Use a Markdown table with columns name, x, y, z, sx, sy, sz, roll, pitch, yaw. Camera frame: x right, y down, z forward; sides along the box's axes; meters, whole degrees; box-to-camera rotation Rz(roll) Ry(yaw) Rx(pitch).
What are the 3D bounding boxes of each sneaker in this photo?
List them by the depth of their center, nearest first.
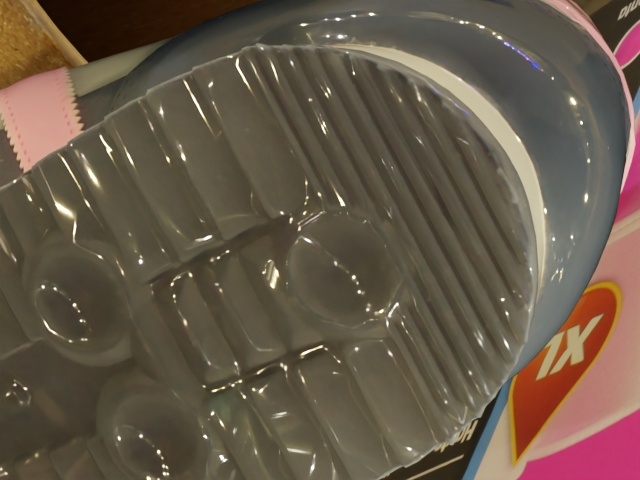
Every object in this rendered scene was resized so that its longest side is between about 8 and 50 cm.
| name | x | y | z | sx | sy | sz | roll | pitch | yaw |
| --- | --- | --- | --- | --- | --- | --- | --- | --- | --- |
| sneaker | -0.069 | 0.018 | 0.458 | 0.131 | 0.319 | 0.112 | -39 | 112 | -56 |

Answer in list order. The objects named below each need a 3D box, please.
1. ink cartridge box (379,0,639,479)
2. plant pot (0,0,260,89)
| name | x | y | z | sx | sy | sz | roll | pitch | yaw |
| --- | --- | --- | --- | --- | --- | --- | --- | --- | --- |
| ink cartridge box | 0.077 | 0.053 | 0.520 | 0.069 | 0.176 | 0.371 | 36 | 57 | -16 |
| plant pot | -0.140 | -0.093 | 0.683 | 0.237 | 0.254 | 0.237 | 31 | 49 | -42 |
